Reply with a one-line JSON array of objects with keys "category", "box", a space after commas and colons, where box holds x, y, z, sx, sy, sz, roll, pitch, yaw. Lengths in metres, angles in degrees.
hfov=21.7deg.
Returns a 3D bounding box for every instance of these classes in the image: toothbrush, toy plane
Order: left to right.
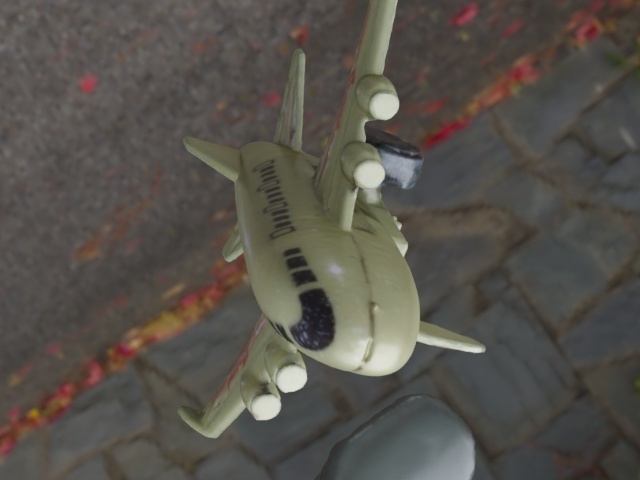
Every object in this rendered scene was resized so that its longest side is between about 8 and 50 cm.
[{"category": "toothbrush", "box": [-0.076, 0.118, 0.342, 0.297, 0.030, 0.030, -33, 172, -31]}, {"category": "toy plane", "box": [0.000, 0.000, 0.699, 0.092, 0.244, 0.229, 15, 106, -23]}]
